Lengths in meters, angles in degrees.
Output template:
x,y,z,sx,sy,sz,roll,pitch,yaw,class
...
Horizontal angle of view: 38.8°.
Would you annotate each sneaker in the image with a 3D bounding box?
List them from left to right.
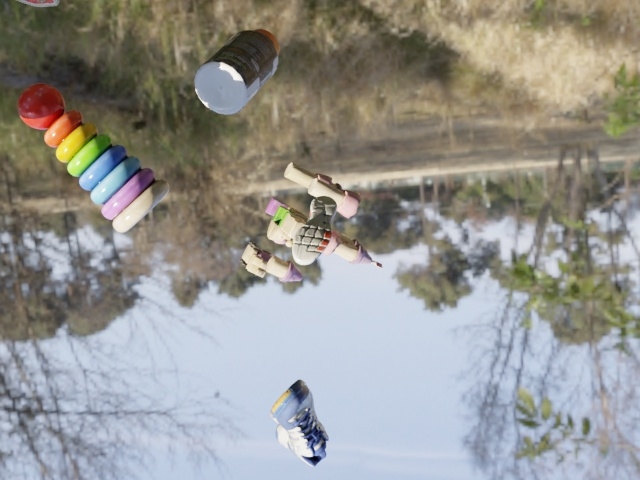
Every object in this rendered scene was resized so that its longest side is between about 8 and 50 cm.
x,y,z,sx,sy,sz,roll,pitch,yaw,class
-0.031,0.420,2.071,0.112,0.296,0.131,-42,-115,-19,sneaker
-0.007,-0.007,1.598,0.061,0.064,0.158,19,-131,8,sneaker

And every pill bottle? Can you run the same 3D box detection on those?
x,y,z,sx,sy,sz,roll,pitch,yaw,class
-0.177,-0.396,2.069,0.131,0.130,0.245,-2,-147,26,pill bottle

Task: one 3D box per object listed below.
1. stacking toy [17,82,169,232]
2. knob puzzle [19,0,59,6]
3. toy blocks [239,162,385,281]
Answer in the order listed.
x,y,z,sx,sy,sz,roll,pitch,yaw,class
-0.455,-0.176,1.780,0.141,0.330,0.141,-41,-169,10,stacking toy
-0.675,-0.593,2.050,0.213,0.213,0.030,-1,-129,31,knob puzzle
0.000,0.000,2.315,0.260,0.308,0.288,25,-174,-23,toy blocks
